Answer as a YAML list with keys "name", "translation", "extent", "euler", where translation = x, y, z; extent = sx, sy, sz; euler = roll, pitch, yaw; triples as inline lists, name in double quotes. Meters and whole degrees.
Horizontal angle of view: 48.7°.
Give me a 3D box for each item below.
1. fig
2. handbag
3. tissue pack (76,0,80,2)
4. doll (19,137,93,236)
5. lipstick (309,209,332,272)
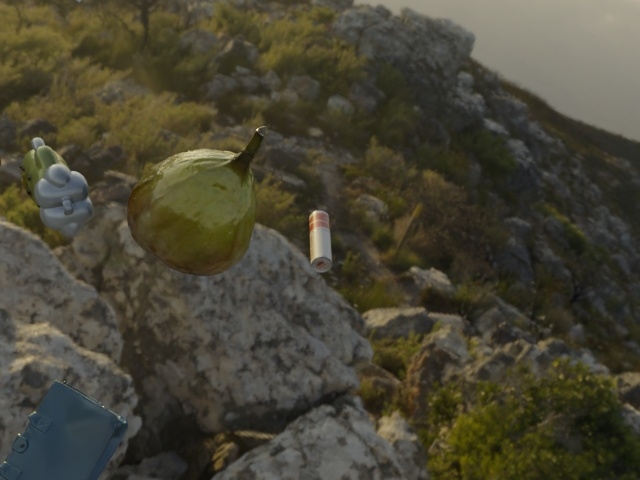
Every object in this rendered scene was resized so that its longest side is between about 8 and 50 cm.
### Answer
- name: "fig"
  translation: [-0.127, -0.060, 0.833]
  extent: [0.159, 0.257, 0.159]
  euler: [17, 55, -27]
- name: "handbag"
  translation: [-0.415, 0.344, 1.097]
  extent: [0.144, 0.221, 0.057]
  euler: [25, -14, 11]
- name: "tissue pack"
  translation: [-0.239, -0.265, 0.695]
  extent: [0.023, 0.056, 0.108]
  euler: [34, 1, -33]
- name: "doll"
  translation: [-0.322, -0.064, 0.855]
  extent: [0.062, 0.106, 0.162]
  euler: [-23, 31, -25]
- name: "lipstick"
  translation: [0.000, 0.000, 1.277]
  extent: [0.038, 0.038, 0.130]
  euler: [15, 39, -15]
